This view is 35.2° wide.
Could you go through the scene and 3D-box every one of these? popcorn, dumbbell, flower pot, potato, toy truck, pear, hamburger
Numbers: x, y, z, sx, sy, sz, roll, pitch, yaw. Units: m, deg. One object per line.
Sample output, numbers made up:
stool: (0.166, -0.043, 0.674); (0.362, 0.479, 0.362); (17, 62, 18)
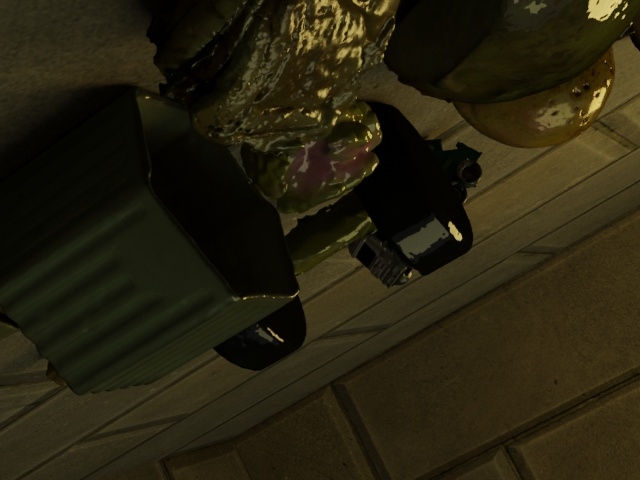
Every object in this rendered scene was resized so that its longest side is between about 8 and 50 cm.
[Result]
popcorn: (-0.012, -0.097, 1.011); (0.125, 0.126, 0.145); (-9, 153, -34)
dumbbell: (0.000, 0.000, 1.215); (0.322, 0.204, 0.204); (-31, 166, 15)
flower pot: (-0.161, 0.005, 0.912); (0.189, 0.239, 0.209); (-33, -162, 17)
potato: (0.177, -0.206, 0.875); (0.269, 0.112, 0.255); (-22, 173, 9)
toy truck: (0.123, -0.048, 1.374); (0.216, 0.116, 0.110); (-53, 175, -20)
pear: (0.223, -0.181, 1.092); (0.178, 0.178, 0.178); (-25, 166, -7)
hamburger: (-0.036, -0.170, 0.748); (0.183, 0.130, 0.206); (-9, 139, -56)

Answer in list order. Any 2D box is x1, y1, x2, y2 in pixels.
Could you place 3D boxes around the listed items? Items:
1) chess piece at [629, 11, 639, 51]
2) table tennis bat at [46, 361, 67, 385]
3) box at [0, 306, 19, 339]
chess piece: (0.465, -0.271, 1.285); (0.142, 0.143, 0.261); (-31, 173, 16)
table tennis bat: (-0.285, 0.113, 1.415); (0.321, 0.050, 0.198); (-40, 161, 31)
box: (-0.472, 0.105, 0.964); (0.310, 0.084, 0.198); (-27, 167, -3)
